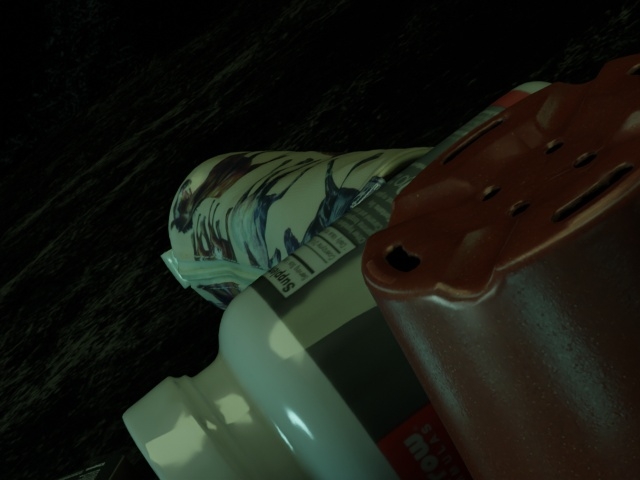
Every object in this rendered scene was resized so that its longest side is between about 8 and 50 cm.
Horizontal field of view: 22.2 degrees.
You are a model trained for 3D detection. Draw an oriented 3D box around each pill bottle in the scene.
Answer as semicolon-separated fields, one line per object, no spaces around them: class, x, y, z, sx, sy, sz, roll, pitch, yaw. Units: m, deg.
pill bottle;0.065;0.076;1.092;0.363;0.210;0.210;-37;18;-6

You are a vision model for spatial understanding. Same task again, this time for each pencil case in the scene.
pencil case;0.000;0.000;1.474;0.183;0.160;0.410;-26;14;-24

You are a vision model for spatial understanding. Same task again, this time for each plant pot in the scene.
plant pot;0.173;0.064;0.845;0.272;0.265;0.272;-30;19;12

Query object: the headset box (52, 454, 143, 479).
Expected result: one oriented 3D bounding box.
headset box;-0.248;0.312;1.191;0.218;0.110;0.293;-23;21;29
